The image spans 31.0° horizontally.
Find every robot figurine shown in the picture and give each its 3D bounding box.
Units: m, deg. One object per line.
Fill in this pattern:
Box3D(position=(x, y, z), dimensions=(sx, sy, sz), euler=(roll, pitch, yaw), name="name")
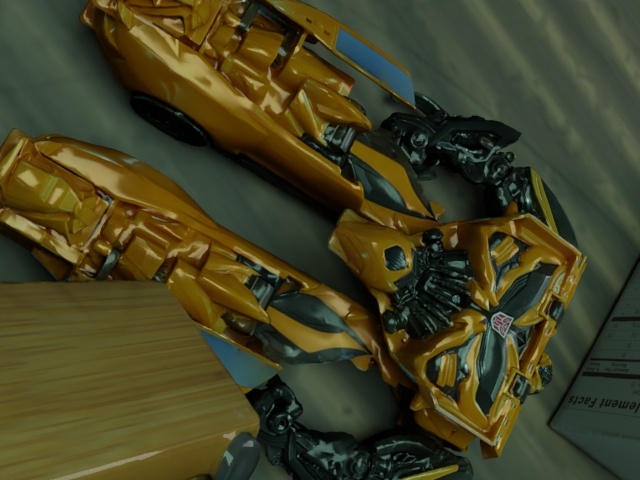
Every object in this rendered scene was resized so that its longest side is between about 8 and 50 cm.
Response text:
Box3D(position=(0.000, 0.000, 0.536), dimensions=(0.291, 0.085, 0.211), euler=(31, 76, -16), name="robot figurine")

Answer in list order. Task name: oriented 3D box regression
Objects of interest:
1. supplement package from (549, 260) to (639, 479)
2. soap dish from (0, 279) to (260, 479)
Box3D(position=(0.225, 0.055, 0.610), dimensions=(0.105, 0.105, 0.179), euler=(36, 74, -16), name="supplement package")
Box3D(position=(-0.146, 0.127, 0.347), dimensions=(0.118, 0.291, 0.229), euler=(26, 100, 23), name="soap dish")
